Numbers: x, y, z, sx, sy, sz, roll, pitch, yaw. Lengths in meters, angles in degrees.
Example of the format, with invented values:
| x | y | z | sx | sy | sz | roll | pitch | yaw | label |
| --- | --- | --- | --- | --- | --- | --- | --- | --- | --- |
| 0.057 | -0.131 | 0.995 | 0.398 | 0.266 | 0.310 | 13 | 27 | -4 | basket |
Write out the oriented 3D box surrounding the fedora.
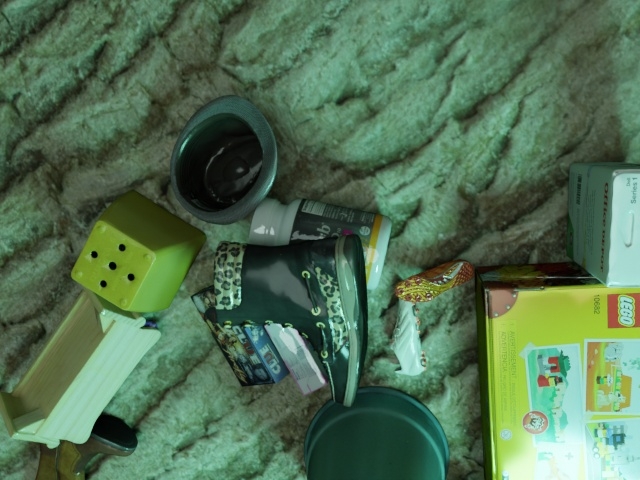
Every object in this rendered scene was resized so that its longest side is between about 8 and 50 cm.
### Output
| x | y | z | sx | sy | sz | roll | pitch | yaw | label |
| --- | --- | --- | --- | --- | --- | --- | --- | --- | --- |
| -0.182 | -0.162 | 1.285 | 0.275 | 0.124 | 0.244 | -45 | 76 | 20 | fedora |

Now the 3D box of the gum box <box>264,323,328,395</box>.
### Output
| x | y | z | sx | sy | sz | roll | pitch | yaw | label |
| --- | --- | --- | --- | --- | --- | --- | --- | --- | --- |
| -0.043 | 0.241 | 1.353 | 0.062 | 0.107 | 0.188 | -28 | 95 | 11 | gum box |

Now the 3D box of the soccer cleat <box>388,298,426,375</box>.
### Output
| x | y | z | sx | sy | sz | roll | pitch | yaw | label |
| --- | --- | --- | --- | --- | --- | --- | --- | --- | --- |
| 0.184 | 0.206 | 1.341 | 0.076 | 0.068 | 0.196 | -8 | 101 | 12 | soccer cleat |

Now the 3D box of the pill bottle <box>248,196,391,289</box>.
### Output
| x | y | z | sx | sy | sz | roll | pitch | yaw | label |
| --- | --- | --- | --- | --- | --- | --- | --- | --- | --- |
| 0.000 | 0.000 | 1.281 | 0.278 | 0.162 | 0.162 | 12 | 101 | 5 | pill bottle |

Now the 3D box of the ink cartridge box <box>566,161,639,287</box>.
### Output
| x | y | z | sx | sy | sz | roll | pitch | yaw | label |
| --- | --- | --- | --- | --- | --- | --- | --- | --- | --- |
| 0.556 | -0.040 | 1.141 | 0.117 | 0.278 | 0.201 | 0 | 100 | 8 | ink cartridge box |

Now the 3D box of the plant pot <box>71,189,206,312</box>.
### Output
| x | y | z | sx | sy | sz | roll | pitch | yaw | label |
| --- | --- | --- | --- | --- | --- | --- | --- | --- | --- |
| -0.410 | 0.038 | 1.329 | 0.212 | 0.187 | 0.212 | 31 | 102 | 1 | plant pot |

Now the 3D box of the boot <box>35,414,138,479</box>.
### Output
| x | y | z | sx | sy | sz | roll | pitch | yaw | label |
| --- | --- | --- | --- | --- | --- | --- | --- | --- | --- |
| -0.581 | 0.565 | 1.485 | 0.264 | 0.096 | 0.280 | 12 | 101 | 5 | boot |

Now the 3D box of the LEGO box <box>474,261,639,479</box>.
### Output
| x | y | z | sx | sy | sz | roll | pitch | yaw | label |
| --- | --- | --- | --- | --- | --- | --- | --- | --- | --- |
| 0.522 | 0.303 | 1.244 | 0.372 | 0.193 | 0.500 | -3 | 99 | 8 | LEGO box |

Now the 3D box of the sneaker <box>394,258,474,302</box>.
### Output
| x | y | z | sx | sy | sz | roll | pitch | yaw | label |
| --- | --- | --- | --- | --- | --- | --- | --- | --- | --- |
| 0.242 | 0.089 | 1.306 | 0.175 | 0.067 | 0.064 | -16 | 96 | -3 | sneaker |

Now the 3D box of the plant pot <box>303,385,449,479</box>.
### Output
| x | y | z | sx | sy | sz | roll | pitch | yaw | label |
| --- | --- | --- | --- | --- | --- | --- | --- | --- | --- |
| 0.109 | 0.527 | 1.266 | 0.341 | 0.334 | 0.341 | 1 | 99 | 7 | plant pot |

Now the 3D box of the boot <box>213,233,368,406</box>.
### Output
| x | y | z | sx | sy | sz | roll | pitch | yaw | label |
| --- | --- | --- | --- | --- | --- | --- | --- | --- | --- |
| -0.052 | 0.158 | 1.215 | 0.284 | 0.138 | 0.377 | 2 | 120 | 11 | boot |

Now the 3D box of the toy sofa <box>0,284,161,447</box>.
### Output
| x | y | z | sx | sy | sz | roll | pitch | yaw | label |
| --- | --- | --- | --- | --- | --- | --- | --- | --- | --- |
| -0.545 | 0.277 | 1.384 | 0.150 | 0.177 | 0.362 | 38 | 94 | 41 | toy sofa |

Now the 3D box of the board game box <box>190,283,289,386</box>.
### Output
| x | y | z | sx | sy | sz | roll | pitch | yaw | label |
| --- | --- | --- | --- | --- | --- | --- | --- | --- | --- |
| -0.182 | 0.206 | 1.350 | 0.165 | 0.042 | 0.243 | -24 | 97 | 53 | board game box |
